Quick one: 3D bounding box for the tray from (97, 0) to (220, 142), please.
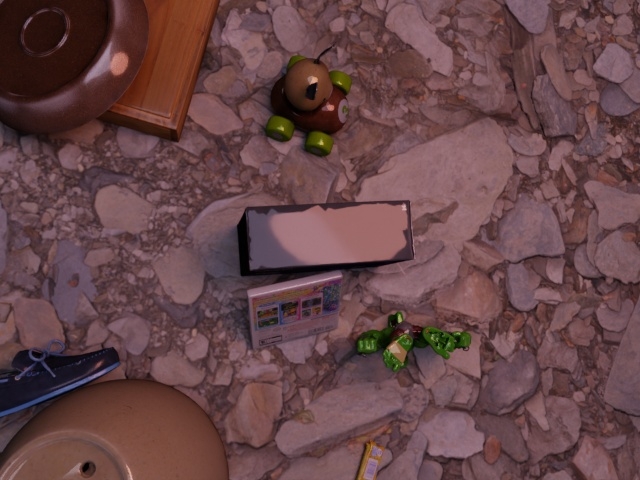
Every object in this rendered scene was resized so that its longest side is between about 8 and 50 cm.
[{"bbox_3d":[-0.295,-0.401,0.938,0.202,0.076,0.412,15,80,-10],"label":"tray"}]

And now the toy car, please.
[{"bbox_3d":[-0.006,-0.259,0.922,0.148,0.188,0.155,19,78,-9],"label":"toy car"}]

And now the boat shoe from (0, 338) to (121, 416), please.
[{"bbox_3d":[-0.439,0.204,0.799,0.258,0.109,0.089,-18,83,-17],"label":"boat shoe"}]

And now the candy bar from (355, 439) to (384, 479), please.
[{"bbox_3d":[0.073,0.430,0.926,0.040,0.018,0.162,23,77,-12],"label":"candy bar"}]

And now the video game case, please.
[{"bbox_3d":[-0.042,0.117,0.894,0.157,0.143,0.019,-11,46,-14],"label":"video game case"}]

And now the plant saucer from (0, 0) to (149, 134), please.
[{"bbox_3d":[-0.425,-0.319,0.847,0.310,0.050,0.311,-3,77,11],"label":"plant saucer"}]

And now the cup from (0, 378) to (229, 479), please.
[{"bbox_3d":[-0.296,0.340,0.704,0.330,0.237,0.332,1,69,-4],"label":"cup"}]

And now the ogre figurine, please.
[{"bbox_3d":[0.149,0.174,0.930,0.196,0.118,0.097,-21,91,-13],"label":"ogre figurine"}]

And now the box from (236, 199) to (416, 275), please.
[{"bbox_3d":[0.000,0.000,0.888,0.260,0.184,0.103,-3,82,-13],"label":"box"}]
